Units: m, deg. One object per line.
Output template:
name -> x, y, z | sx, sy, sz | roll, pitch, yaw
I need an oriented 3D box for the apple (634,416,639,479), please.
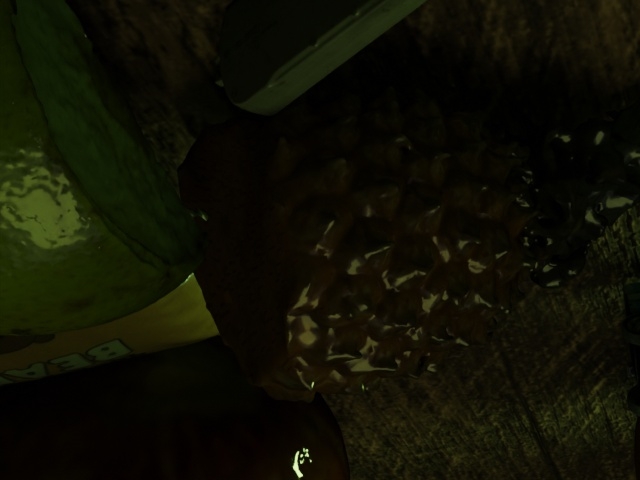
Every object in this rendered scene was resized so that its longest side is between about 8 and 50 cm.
apple -> 0.435, 0.209, 1.477 | 0.246, 0.246, 0.226 | -19, 158, 20

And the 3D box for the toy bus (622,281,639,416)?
toy bus -> 0.334, 0.143, 1.278 | 0.131, 0.297, 0.106 | -9, 120, 6

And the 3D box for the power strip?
power strip -> 0.016, -0.153, 0.911 | 0.029, 0.080, 0.227 | 17, 143, -40

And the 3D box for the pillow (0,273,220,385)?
pillow -> -0.242, 0.016, 1.110 | 0.310, 0.119, 0.312 | -14, 146, 8

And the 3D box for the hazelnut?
hazelnut -> -0.168, 0.255, 1.347 | 0.420, 0.353, 0.421 | -9, 118, -17

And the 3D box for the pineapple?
pineapple -> 0.096, -0.020, 1.065 | 0.357, 0.223, 0.223 | -13, 155, -25

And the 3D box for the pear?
pear -> -0.232, -0.034, 0.912 | 0.239, 0.139, 0.288 | -14, 124, 20
